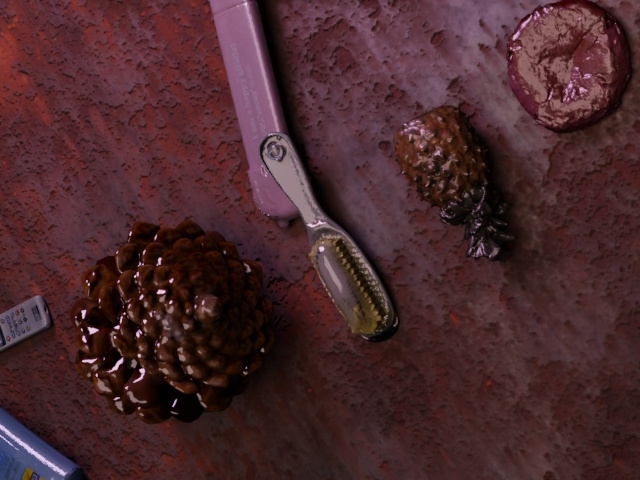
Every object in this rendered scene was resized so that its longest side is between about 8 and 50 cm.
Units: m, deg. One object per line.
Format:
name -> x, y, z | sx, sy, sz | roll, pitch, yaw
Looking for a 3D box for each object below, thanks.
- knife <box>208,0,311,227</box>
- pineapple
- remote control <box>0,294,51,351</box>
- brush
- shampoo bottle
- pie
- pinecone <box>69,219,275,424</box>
knife -> -0.088, -0.211, 1.614 | 0.132, 0.038, 0.399 | -14, 88, 37
pineapple -> 0.163, -0.059, 1.462 | 0.108, 0.108, 0.198 | -31, 84, 26
remote control -> -0.446, 0.124, 1.838 | 0.124, 0.018, 0.053 | -25, 81, 27
brush -> 0.000, 0.000, 1.545 | 0.068, 0.060, 0.297 | -31, 89, 23
shampoo bottle -> -0.408, 0.339, 1.806 | 0.258, 0.061, 0.104 | 30, 107, 23
pie -> 0.280, -0.200, 1.424 | 0.153, 0.038, 0.153 | 3, 96, 27
pinecone -> -0.199, 0.118, 1.586 | 0.264, 0.264, 0.264 | 2, 94, 28
